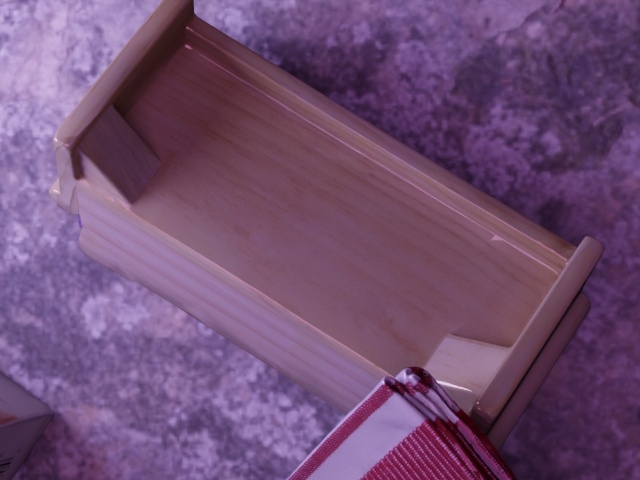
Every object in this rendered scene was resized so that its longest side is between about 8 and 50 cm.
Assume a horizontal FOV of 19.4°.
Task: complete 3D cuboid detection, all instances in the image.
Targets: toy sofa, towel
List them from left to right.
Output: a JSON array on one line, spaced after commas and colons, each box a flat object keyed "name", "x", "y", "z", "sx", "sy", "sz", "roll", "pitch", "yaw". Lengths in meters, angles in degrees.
[{"name": "toy sofa", "x": 0.000, "y": 0.000, "z": 1.295, "sx": 0.362, "sy": 0.177, "sz": 0.150, "roll": 32, "pitch": 69, "yaw": 10}, {"name": "towel", "x": 0.115, "y": 0.250, "z": 1.228, "sx": 0.037, "sy": 0.237, "sz": 0.329, "roll": -34, "pitch": 80, "yaw": -32}]

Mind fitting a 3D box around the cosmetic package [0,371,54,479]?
[{"name": "cosmetic package", "x": -0.364, "y": 0.104, "z": 1.349, "sx": 0.296, "sy": 0.129, "sz": 0.153, "roll": 33, "pitch": 95, "yaw": 10}]
